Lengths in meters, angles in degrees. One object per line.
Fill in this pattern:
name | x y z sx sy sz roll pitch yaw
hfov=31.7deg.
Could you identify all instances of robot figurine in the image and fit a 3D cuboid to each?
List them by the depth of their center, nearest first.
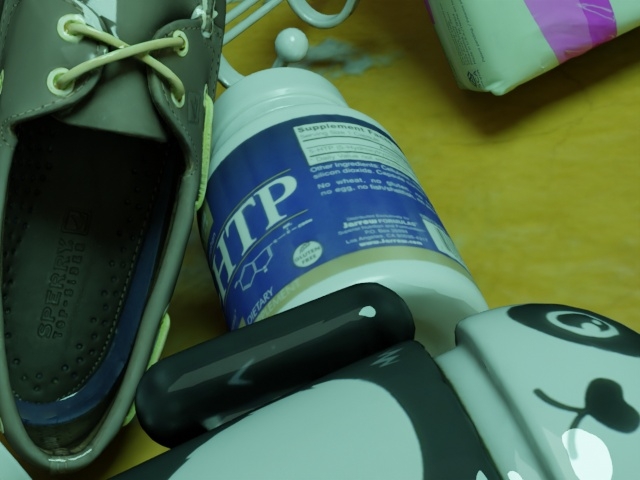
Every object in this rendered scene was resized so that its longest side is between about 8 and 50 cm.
robot figurine | 0.012 0.130 0.363 0.278 0.209 0.173 -24 3 -1

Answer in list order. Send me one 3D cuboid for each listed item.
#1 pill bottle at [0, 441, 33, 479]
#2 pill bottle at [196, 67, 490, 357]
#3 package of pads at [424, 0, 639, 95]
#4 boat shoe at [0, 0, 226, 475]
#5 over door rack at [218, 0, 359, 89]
pill bottle | -0.198 0.140 0.513 0.137 0.078 0.078 -41 46 -18
pill bottle | 0.000 0.000 0.544 0.112 0.112 0.187 -23 43 0
package of pads | 0.171 -0.246 0.625 0.296 0.229 0.101 -26 13 -4
boat shoe | -0.101 -0.054 0.518 0.116 0.324 0.096 9 12 -27
over door rack | -0.063 -0.271 0.649 0.108 0.324 0.239 -26 15 35
